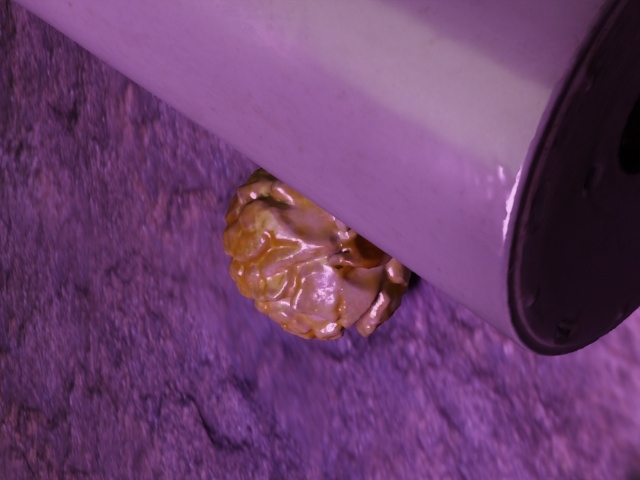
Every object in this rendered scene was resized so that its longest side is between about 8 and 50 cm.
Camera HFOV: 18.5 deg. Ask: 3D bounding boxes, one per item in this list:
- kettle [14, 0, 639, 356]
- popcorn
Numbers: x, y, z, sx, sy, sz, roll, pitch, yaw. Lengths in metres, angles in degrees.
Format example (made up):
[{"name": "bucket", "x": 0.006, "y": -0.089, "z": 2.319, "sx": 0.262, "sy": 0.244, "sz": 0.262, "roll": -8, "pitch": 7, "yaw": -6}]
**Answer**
[{"name": "kettle", "x": 0.049, "y": -0.139, "z": 1.017, "sx": 0.377, "sy": 0.361, "sz": 0.250, "roll": 32, "pitch": 104, "yaw": 27}, {"name": "popcorn", "x": 0.000, "y": 0.000, "z": 1.397, "sx": 0.162, "sy": 0.136, "sz": 0.141, "roll": -168, "pitch": 90, "yaw": -76}]
